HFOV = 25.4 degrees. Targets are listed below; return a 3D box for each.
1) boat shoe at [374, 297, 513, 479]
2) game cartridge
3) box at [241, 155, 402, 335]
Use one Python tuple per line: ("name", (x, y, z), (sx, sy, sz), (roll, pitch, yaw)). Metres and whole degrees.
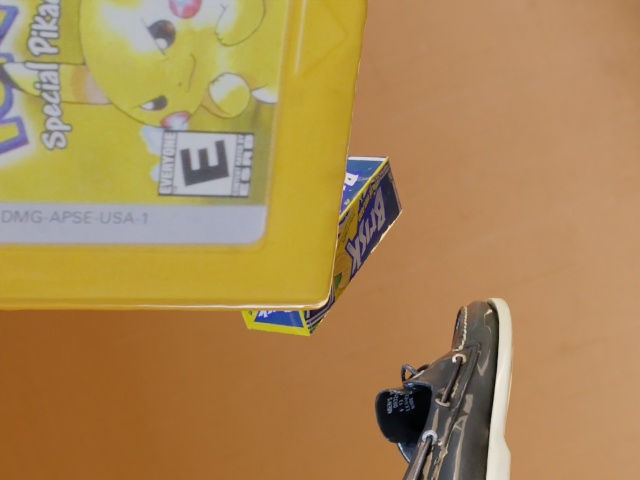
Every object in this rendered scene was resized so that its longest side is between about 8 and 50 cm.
("boat shoe", (0.100, 0.157, 1.197), (0.340, 0.113, 0.127), (-79, -5, -51))
("game cartridge", (-0.132, -0.104, 0.633), (0.052, 0.323, 0.285), (-146, 60, -60))
("box", (0.000, 0.000, 1.095), (0.169, 0.059, 0.054), (-52, -44, -43))
